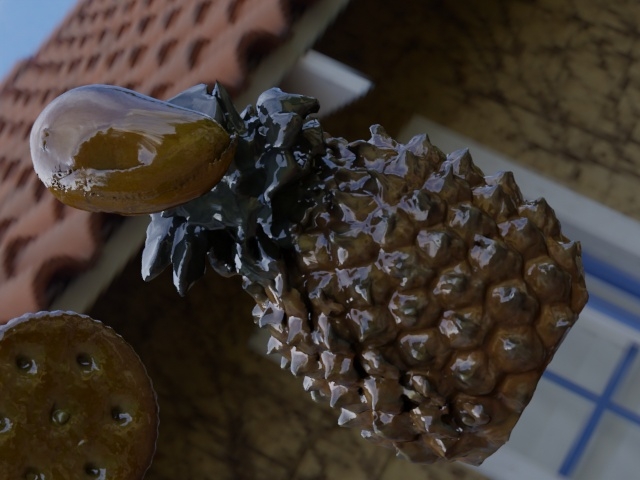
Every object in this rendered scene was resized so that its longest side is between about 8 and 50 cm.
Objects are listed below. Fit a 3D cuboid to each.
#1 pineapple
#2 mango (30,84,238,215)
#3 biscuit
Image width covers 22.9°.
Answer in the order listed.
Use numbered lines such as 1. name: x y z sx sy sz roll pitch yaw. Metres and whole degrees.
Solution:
1. pineapple: 0.000 -0.001 1.108 0.223 0.357 0.223 -51 20 27
2. mango: -0.112 -0.053 0.927 0.063 0.127 0.077 28 -111 -77
3. biscuit: -0.263 0.178 1.552 0.066 0.220 0.220 -16 38 59
